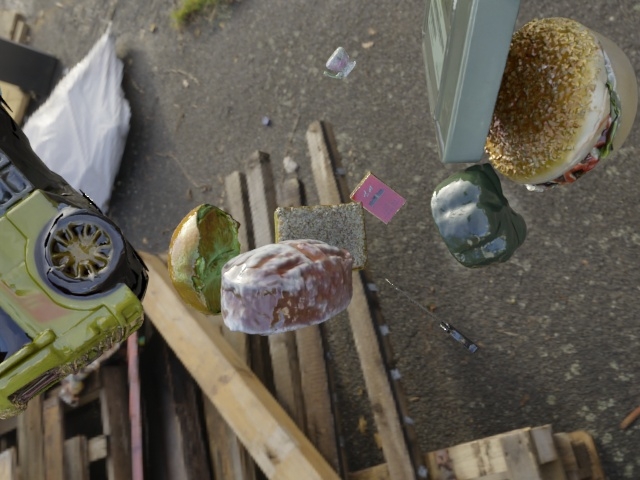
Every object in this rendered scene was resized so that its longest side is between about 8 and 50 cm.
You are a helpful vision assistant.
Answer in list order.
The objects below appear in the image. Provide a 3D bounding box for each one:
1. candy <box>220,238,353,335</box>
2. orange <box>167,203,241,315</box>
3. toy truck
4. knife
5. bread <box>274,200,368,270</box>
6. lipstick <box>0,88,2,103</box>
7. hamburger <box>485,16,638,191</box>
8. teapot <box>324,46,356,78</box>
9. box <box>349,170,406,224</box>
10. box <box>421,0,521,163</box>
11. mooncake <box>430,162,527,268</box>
[{"bbox_3d":[-0.061,0.078,1.299,0.214,0.289,0.157,16,114,35],"label":"candy"},{"bbox_3d":[-0.351,0.060,2.037,0.262,0.196,0.335,-83,-7,-59],"label":"orange"},{"bbox_3d":[-0.351,-0.025,0.593,0.405,0.254,0.180,47,160,-1],"label":"toy truck"},{"bbox_3d":[0.216,0.149,1.261,0.019,0.245,0.072,-52,22,3],"label":"knife"},{"bbox_3d":[0.000,0.000,1.766,0.110,0.234,0.184,167,99,-84],"label":"bread"},{"bbox_3d":[-0.750,-0.268,1.280,0.061,0.274,0.068,-16,90,58],"label":"lipstick"},{"bbox_3d":[0.402,-0.241,1.196,0.302,0.170,0.302,11,103,58],"label":"hamburger"},{"bbox_3d":[0.050,-0.455,1.778,0.083,0.064,0.064,-47,14,29],"label":"teapot"},{"bbox_3d":[0.158,-0.115,1.868,0.090,0.133,0.023,-51,16,13],"label":"box"},{"bbox_3d":[0.230,-0.367,1.120,0.373,0.090,0.367,89,-179,-49],"label":"box"},{"bbox_3d":[0.271,-0.042,1.145,0.104,0.175,0.168,-28,43,39],"label":"mooncake"}]
